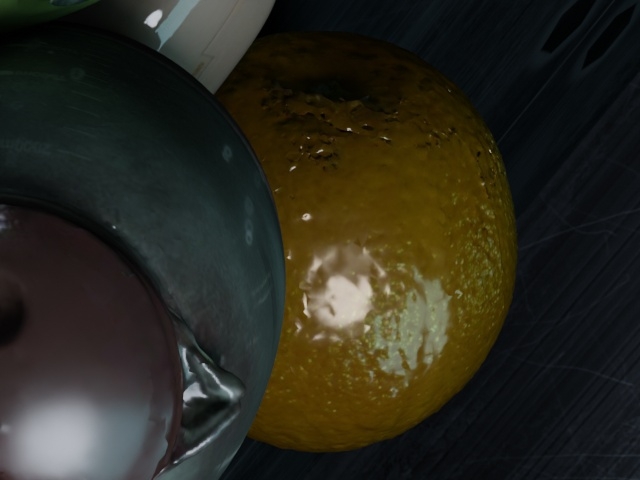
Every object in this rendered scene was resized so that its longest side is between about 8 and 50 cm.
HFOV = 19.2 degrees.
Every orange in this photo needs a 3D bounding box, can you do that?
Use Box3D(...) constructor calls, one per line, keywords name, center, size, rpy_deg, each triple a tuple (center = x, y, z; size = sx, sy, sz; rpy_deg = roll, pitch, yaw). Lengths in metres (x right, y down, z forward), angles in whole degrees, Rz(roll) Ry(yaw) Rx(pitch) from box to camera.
Box3D(name="orange", center=(0.000, 0.000, 1.236), size=(0.274, 0.274, 0.274), rpy_deg=(-44, 166, -14))

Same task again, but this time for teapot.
Box3D(name="teapot", center=(-0.168, 0.027, 0.798), size=(0.312, 0.315, 0.233), rpy_deg=(-110, -157, -80))

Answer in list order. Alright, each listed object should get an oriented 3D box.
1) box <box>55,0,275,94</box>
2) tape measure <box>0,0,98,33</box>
Box3D(name="box", center=(-0.104, -0.102, 1.008), size=(0.200, 0.088, 0.146), rpy_deg=(-52, 165, 12))
Box3D(name="tape measure", center=(-0.104, -0.147, 0.798), size=(0.175, 0.106, 0.200), rpy_deg=(-29, 176, 30))
